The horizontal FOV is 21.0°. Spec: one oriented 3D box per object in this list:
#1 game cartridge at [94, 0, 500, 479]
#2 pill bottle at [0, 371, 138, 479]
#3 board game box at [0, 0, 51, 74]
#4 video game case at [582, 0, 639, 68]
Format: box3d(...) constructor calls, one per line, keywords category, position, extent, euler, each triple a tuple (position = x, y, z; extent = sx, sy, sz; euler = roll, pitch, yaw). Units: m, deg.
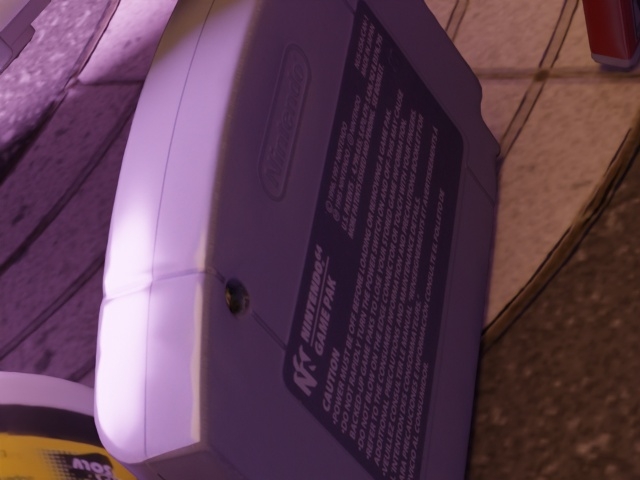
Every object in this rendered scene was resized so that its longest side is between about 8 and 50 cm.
box3d(category="game cartridge", position=(0.000, 0.000, 0.690), extent=(0.060, 0.196, 0.294), euler=(-12, 45, 26))
box3d(category="pill bottle", position=(-0.099, 0.216, 0.560), extent=(0.188, 0.188, 0.334), euler=(-31, 42, 8))
box3d(category="board game box", position=(-0.167, -0.072, 0.834), extent=(0.390, 0.050, 0.390), euler=(-47, 13, 4))
box3d(category="video game case", position=(0.147, -0.242, 0.749), extent=(0.025, 0.285, 0.204), euler=(14, 60, 25))
